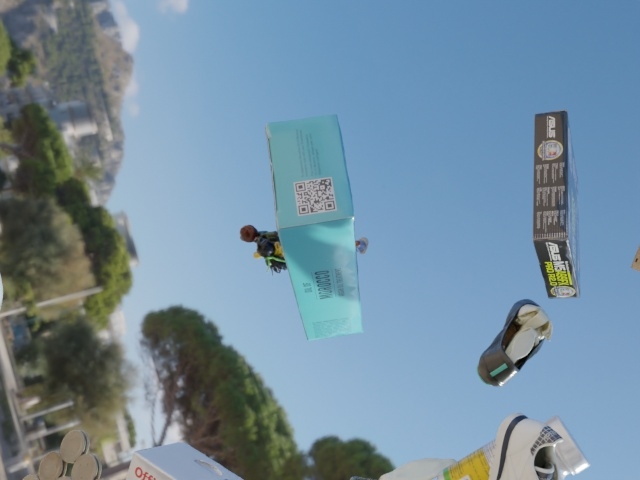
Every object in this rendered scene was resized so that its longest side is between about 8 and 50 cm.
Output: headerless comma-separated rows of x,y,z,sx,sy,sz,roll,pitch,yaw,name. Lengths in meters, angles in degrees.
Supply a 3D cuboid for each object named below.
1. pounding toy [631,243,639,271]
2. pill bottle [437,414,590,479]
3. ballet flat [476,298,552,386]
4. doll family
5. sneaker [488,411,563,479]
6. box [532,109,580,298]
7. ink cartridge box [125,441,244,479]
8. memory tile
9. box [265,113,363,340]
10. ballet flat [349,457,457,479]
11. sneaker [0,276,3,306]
0.553,0.051,1.028,0.206,0.181,0.094,-112,-139,-80,pounding toy
0.345,0.417,1.374,0.136,0.245,0.136,53,10,-14,pill bottle
0.409,0.193,1.539,0.095,0.280,0.096,45,-45,2,ballet flat
-0.028,0.001,1.041,0.193,0.111,0.076,-16,-105,33,doll family
0.318,0.392,1.204,0.094,0.090,0.235,17,-70,48,sneaker
0.426,-0.061,1.384,0.216,0.060,0.270,57,36,-51,box
-0.241,0.505,1.271,0.201,0.117,0.278,20,-85,34,ink cartridge box
-0.269,0.288,0.831,0.148,0.113,0.012,47,6,38,memory tile
0.000,0.000,0.698,0.244,0.060,0.101,81,1,-63,box
0.278,0.517,1.521,0.164,0.482,0.182,-112,-156,-76,ballet flat
-0.409,0.099,0.803,0.123,0.105,0.290,-60,163,-61,sneaker
